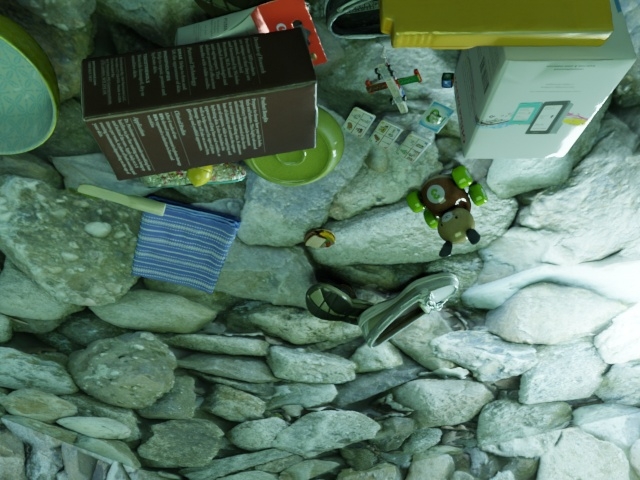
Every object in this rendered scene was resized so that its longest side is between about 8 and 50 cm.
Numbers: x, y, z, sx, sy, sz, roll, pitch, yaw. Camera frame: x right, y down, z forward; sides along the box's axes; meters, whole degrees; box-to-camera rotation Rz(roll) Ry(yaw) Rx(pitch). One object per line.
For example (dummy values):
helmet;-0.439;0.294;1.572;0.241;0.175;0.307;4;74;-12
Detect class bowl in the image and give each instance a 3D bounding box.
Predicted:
bowl;-0.610;-0.317;1.025;0.289;0.156;0.289;0;139;0

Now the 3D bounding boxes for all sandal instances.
sandal;-0.122;-0.428;0.974;0.219;0.060;0.090;0;155;-22
sandal;0.061;0.180;1.659;0.120;0.086;0.302;-34;144;26

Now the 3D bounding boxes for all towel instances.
towel;-0.368;0.023;1.506;0.243;0.040;0.336;14;137;-15

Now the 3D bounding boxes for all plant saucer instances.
plant saucer;-0.066;-0.202;1.247;0.240;0.037;0.241;0;140;0

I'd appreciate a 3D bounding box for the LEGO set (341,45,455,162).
LEGO set;0.170;-0.277;1.143;0.182;0.060;0.244;23;149;-8

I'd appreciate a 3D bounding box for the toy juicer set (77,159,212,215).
toy juicer set;-0.340;-0.176;1.200;0.209;0.089;0.329;35;114;-21

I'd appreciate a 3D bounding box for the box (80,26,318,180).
box;-0.202;-0.239;0.998;0.381;0.143;0.191;-9;155;-6

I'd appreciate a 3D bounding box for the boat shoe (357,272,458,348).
boat shoe;0.262;0.202;1.629;0.320;0.103;0.118;-27;139;7

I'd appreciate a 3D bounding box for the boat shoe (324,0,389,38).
boat shoe;0.156;-0.404;0.962;0.301;0.102;0.108;-5;139;5

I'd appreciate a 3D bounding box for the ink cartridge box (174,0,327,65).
ink cartridge box;-0.120;-0.339;1.035;0.232;0.066;0.189;-7;158;13

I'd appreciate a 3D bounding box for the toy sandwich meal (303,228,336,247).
toy sandwich meal;0.000;0.000;1.484;0.085;0.029;0.086;0;139;0

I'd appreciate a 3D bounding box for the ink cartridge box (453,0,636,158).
ink cartridge box;0.359;-0.294;0.968;0.197;0.198;0.270;-1;157;-1

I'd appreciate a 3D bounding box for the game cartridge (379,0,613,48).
game cartridge;0.245;-0.416;0.827;0.323;0.285;0.053;0;166;1

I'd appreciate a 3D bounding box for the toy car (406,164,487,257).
toy car;0.304;-0.050;1.305;0.155;0.188;0.149;-29;131;29

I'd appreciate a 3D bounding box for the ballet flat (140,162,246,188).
ballet flat;-0.291;-0.163;1.263;0.240;0.091;0.077;-5;117;0
